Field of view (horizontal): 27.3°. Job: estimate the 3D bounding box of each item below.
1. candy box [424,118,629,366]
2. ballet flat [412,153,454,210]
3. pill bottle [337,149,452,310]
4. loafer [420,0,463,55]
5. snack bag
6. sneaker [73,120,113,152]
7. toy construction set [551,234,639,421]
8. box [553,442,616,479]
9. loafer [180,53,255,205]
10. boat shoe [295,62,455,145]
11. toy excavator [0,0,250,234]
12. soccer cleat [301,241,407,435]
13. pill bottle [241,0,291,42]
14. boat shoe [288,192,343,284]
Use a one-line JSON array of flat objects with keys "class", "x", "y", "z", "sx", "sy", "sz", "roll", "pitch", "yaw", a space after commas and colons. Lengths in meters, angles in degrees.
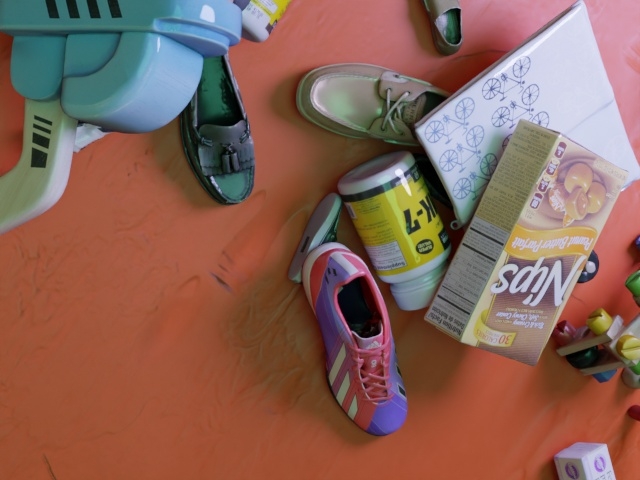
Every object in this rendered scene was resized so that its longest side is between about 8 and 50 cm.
[{"class": "candy box", "x": 0.294, "y": 0.007, "z": 1.868, "sx": 0.183, "sy": 0.087, "sz": 0.317, "roll": 20, "pitch": 96, "yaw": -42}, {"class": "ballet flat", "x": 0.194, "y": -0.076, "z": 1.941, "sx": 0.173, "sy": 0.049, "sz": 0.057, "roll": 23, "pitch": 90, "yaw": -17}, {"class": "pill bottle", "x": 0.117, "y": -0.013, "z": 1.887, "sx": 0.119, "sy": 0.119, "sz": 0.209, "roll": -28, "pitch": 105, "yaw": -12}, {"class": "loafer", "x": 0.179, "y": -0.342, "z": 1.908, "sx": 0.056, "sy": 0.050, "sz": 0.148, "roll": -23, "pitch": 102, "yaw": -13}, {"class": "snack bag", "x": 0.312, "y": -0.124, "z": 1.907, "sx": 0.323, "sy": 0.037, "sz": 0.343, "roll": -38, "pitch": 126, "yaw": -14}, {"class": "sneaker", "x": -0.323, "y": -0.145, "z": 1.793, "sx": 0.109, "sy": 0.040, "sz": 0.044, "roll": -10, "pitch": 115, "yaw": -12}, {"class": "toy construction set", "x": 0.502, "y": 0.144, "z": 1.957, "sx": 0.257, "sy": 0.237, "sz": 0.309, "roll": -21, "pitch": 102, "yaw": -13}, {"class": "box", "x": 0.442, "y": 0.476, "z": 2.044, "sx": 0.063, "sy": 0.067, "sz": 0.324, "roll": -20, "pitch": 98, "yaw": -37}, {"class": "loafer", "x": -0.146, "y": -0.175, "z": 1.812, "sx": 0.096, "sy": 0.084, "sz": 0.268, "roll": -15, "pitch": 100, "yaw": -15}, {"class": "boat shoe", "x": 0.116, "y": -0.188, "z": 1.880, "sx": 0.302, "sy": 0.098, "sz": 0.109, "roll": 12, "pitch": 93, "yaw": -18}, {"class": "toy excavator", "x": -0.315, "y": -0.187, "z": 1.659, "sx": 0.432, "sy": 0.222, "sz": 0.445, "roll": 2, "pitch": 85, "yaw": 18}, {"class": "soccer cleat", "x": 0.062, "y": 0.158, "z": 1.878, "sx": 0.108, "sy": 0.116, "sz": 0.318, "roll": -24, "pitch": 113, "yaw": -15}, {"class": "pill bottle", "x": -0.071, "y": -0.387, "z": 1.795, "sx": 0.117, "sy": 0.117, "sz": 0.215, "roll": 33, "pitch": 86, "yaw": -17}, {"class": "boat shoe", "x": 0.000, "y": 0.000, "z": 1.896, "sx": 0.040, "sy": 0.049, "sz": 0.142, "roll": 25, "pitch": 93, "yaw": -28}]
